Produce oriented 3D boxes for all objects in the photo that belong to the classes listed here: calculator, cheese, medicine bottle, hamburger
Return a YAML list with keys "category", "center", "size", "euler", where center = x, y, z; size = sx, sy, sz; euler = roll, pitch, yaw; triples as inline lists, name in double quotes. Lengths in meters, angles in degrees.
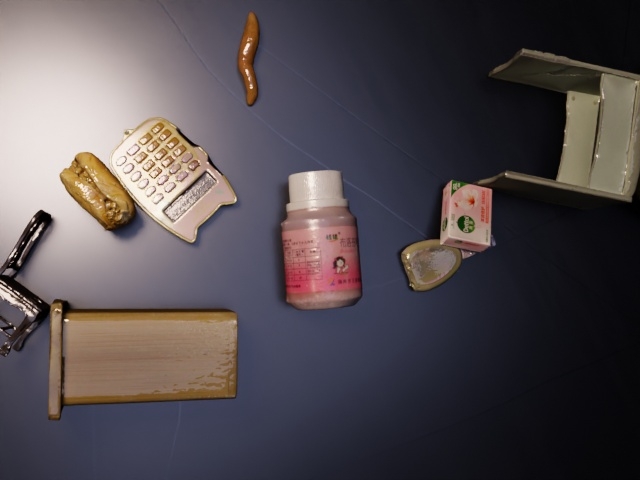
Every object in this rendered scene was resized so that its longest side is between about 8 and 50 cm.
- category: "calculator"
  center: [-0.277, -0.118, 1.405]
  size: [0.157, 0.033, 0.236]
  euler: [-44, 93, -9]
- category: "cheese"
  center: [0.256, 0.029, 1.492]
  size: [0.192, 0.037, 0.097]
  euler: [-21, 92, -11]
- category: "medicine bottle"
  center: [0.000, 0.000, 1.393]
  size: [0.147, 0.147, 0.247]
  euler: [-4, 89, -11]
- category: "hamburger"
  center: [-0.386, -0.084, 1.327]
  size: [0.083, 0.138, 0.147]
  euler: [-41, 93, -15]

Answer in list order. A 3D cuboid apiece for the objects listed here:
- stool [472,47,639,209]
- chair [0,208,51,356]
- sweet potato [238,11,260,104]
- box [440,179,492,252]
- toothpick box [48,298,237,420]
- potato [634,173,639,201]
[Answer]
- category: "stool"
  center: [0.462, -0.205, 1.474]
  size: [0.270, 0.170, 0.243]
  euler: [10, 85, -9]
- category: "chair"
  center: [-0.504, 0.071, 1.314]
  size: [0.113, 0.106, 0.229]
  euler: [37, 82, -6]
- category: "sweet potato"
  center: [-0.136, -0.347, 1.438]
  size: [0.044, 0.044, 0.179]
  euler: [2, 86, -10]
- category: "box"
  center: [0.284, -0.047, 1.479]
  size: [0.089, 0.043, 0.125]
  euler: [10, 67, -10]
- category: "toothpick box"
  center: [-0.305, 0.196, 1.315]
  size: [0.308, 0.190, 0.187]
  euler: [1, 87, -15]
- category: "potato"
  center: [0.727, -0.227, 1.535]
  size: [0.196, 0.176, 0.369]
  euler: [9, 81, 17]
